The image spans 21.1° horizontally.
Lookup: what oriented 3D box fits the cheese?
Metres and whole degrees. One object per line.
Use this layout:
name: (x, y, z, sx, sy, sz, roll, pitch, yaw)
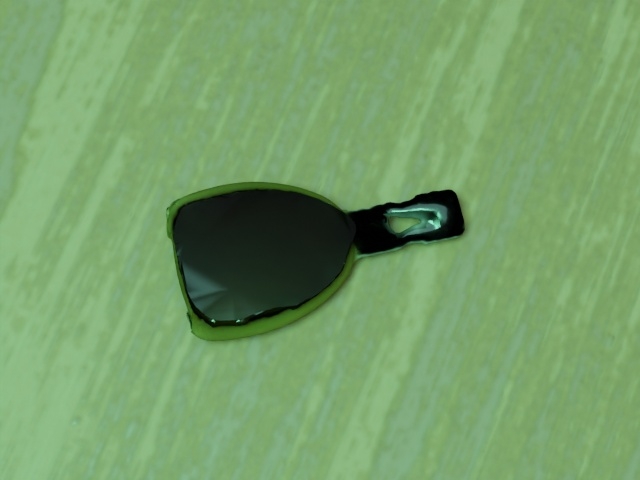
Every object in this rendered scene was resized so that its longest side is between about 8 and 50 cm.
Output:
cheese: (0.000, 0.000, 0.949, 0.162, 0.036, 0.086, -13, 74, -6)
